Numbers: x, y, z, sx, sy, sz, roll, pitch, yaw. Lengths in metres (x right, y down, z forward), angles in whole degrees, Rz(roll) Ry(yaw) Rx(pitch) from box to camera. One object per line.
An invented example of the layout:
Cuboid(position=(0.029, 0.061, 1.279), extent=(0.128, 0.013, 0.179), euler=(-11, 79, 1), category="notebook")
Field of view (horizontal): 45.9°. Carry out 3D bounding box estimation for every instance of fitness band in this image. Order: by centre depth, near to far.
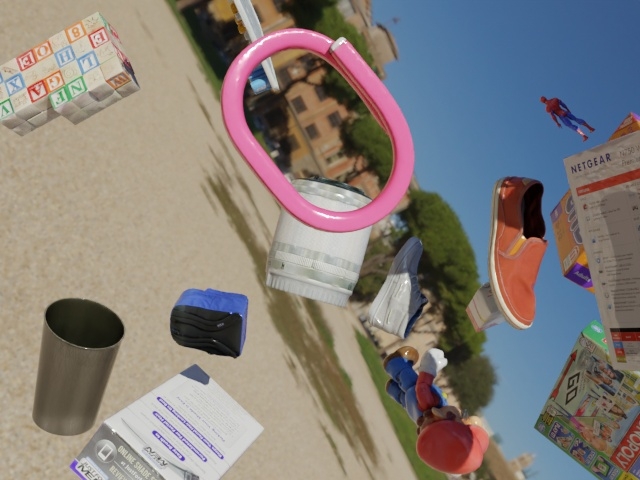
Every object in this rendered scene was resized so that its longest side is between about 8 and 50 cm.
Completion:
Cuboid(position=(-0.002, -0.146, 1.012), extent=(0.291, 0.209, 0.054), euler=(51, -7, -6), category="fitness band")

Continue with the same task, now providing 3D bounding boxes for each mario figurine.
Cuboid(position=(0.252, 0.350, 1.553), extent=(0.198, 0.170, 0.320), euler=(43, 5, -31), category="mario figurine")

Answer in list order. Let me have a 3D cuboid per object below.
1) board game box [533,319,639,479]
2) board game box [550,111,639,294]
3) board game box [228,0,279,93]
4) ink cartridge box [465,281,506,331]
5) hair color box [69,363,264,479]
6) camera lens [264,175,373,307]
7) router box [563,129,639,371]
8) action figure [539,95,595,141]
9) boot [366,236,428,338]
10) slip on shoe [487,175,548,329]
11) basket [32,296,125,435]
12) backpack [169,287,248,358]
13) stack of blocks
Cuboid(position=(0.524, 0.313, 1.365), extent=(0.213, 0.046, 0.317), euler=(39, -36, 29), category="board game box")
Cuboid(position=(0.845, -0.040, 1.901), extent=(0.356, 0.356, 0.356), euler=(29, 29, -5), category="board game box")
Cuboid(position=(-0.197, -0.526, 1.479), extent=(0.390, 0.050, 0.390), euler=(-105, 172, -54), category="board game box")
Cuboid(position=(0.417, 0.140, 1.747), extent=(0.198, 0.115, 0.067), euler=(90, -21, -67), category="ink cartridge box")
Cuboid(position=(-0.239, 0.342, 1.259), extent=(0.185, 0.110, 0.339), euler=(42, 12, 7), category="hair color box")
Cuboid(position=(0.000, 0.000, 1.773), extent=(0.219, 0.219, 0.274), euler=(63, 42, -85), category="camera lens")
Cuboid(position=(0.450, 0.004, 0.890), extent=(0.335, 0.082, 0.301), euler=(159, -81, -72), category="router box")
Cuboid(position=(0.459, -0.232, 1.419), extent=(0.115, 0.038, 0.030), euler=(41, -4, 2), category="action figure")
Cuboid(position=(0.230, 0.126, 1.945), extent=(0.123, 0.258, 0.095), euler=(25, -4, 28), category="boot")
Cuboid(position=(0.425, 0.022, 1.595), extent=(0.123, 0.101, 0.331), euler=(10, 79, -40), category="slip on shoe")
Cuboid(position=(-0.494, 0.260, 1.516), extent=(0.204, 0.154, 0.227), euler=(45, -58, 53), category="basket")
Cuboid(position=(-0.180, 0.129, 1.229), extent=(0.101, 0.120, 0.098), euler=(-80, 177, -66), category="backpack")
Cuboid(position=(-0.568, -0.346, 1.658), extent=(0.171, 0.297, 0.087), euler=(64, 5, 19), category="stack of blocks")
